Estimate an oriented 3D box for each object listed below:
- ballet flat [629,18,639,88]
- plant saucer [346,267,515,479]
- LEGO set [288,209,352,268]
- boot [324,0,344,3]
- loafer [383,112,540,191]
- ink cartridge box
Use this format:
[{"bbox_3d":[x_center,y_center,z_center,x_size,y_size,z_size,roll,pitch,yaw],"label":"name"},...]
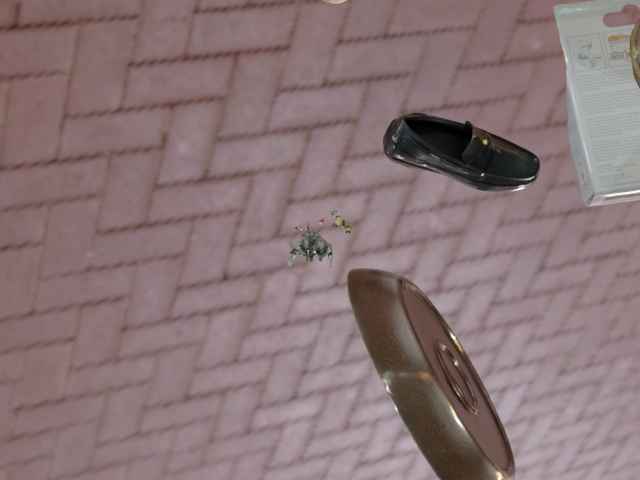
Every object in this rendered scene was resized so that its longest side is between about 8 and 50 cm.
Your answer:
[{"bbox_3d":[0.413,-0.159,1.392,0.342,0.116,0.124,2,179,-29],"label":"ballet flat"},{"bbox_3d":[0.128,0.155,1.480,0.050,0.310,0.310,-31,147,12],"label":"plant saucer"},{"bbox_3d":[-0.001,-0.002,1.433,0.083,0.054,0.023,-59,-172,-28],"label":"LEGO set"},{"bbox_3d":[-0.070,-0.334,1.543,0.077,0.213,0.165,-52,166,29],"label":"boot"},{"bbox_3d":[0.195,-0.119,1.857,0.223,0.076,0.078,13,151,-14],"label":"loafer"},{"bbox_3d":[0.375,-0.166,1.613,0.189,0.232,0.066,-8,162,-8],"label":"ink cartridge box"}]
